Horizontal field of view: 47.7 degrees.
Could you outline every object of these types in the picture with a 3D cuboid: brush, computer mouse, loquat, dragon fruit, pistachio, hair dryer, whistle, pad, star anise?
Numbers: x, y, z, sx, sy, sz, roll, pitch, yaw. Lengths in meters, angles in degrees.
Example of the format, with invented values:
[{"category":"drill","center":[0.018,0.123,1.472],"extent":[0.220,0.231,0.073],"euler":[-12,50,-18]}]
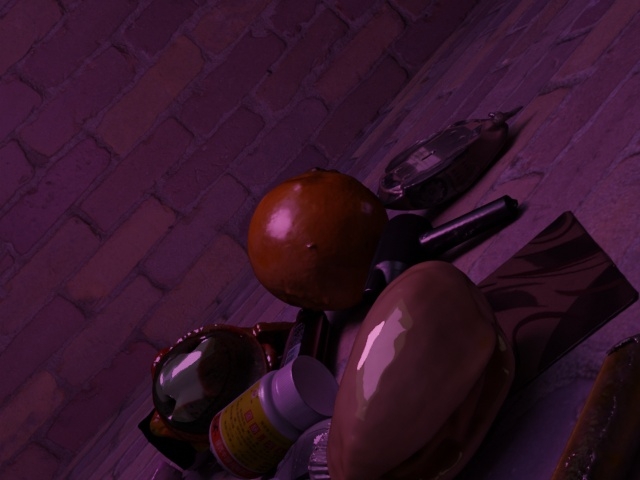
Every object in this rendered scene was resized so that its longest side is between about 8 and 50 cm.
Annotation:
[{"category":"brush","center":[0.050,0.255,1.039],"extent":[0.065,0.070,0.327],"euler":[-2,18,19]},{"category":"computer mouse","center":[-0.018,0.338,1.133],"extent":[0.229,0.068,0.113],"euler":[-40,12,30]},{"category":"loquat","center":[0.000,0.000,1.576],"extent":[0.328,0.328,0.328],"euler":[-44,12,12]},{"category":"dragon fruit","center":[-0.226,0.292,1.461],"extent":[0.295,0.268,0.130],"euler":[-39,-29,-10]},{"category":"pistachio","center":[0.115,0.171,0.881],"extent":[0.213,0.193,0.318],"euler":[-2,48,54]},{"category":"hair dryer","center":[0.220,0.019,1.313],"extent":[0.302,0.116,0.244],"euler":[-31,21,32]},{"category":"whistle","center":[0.242,0.211,0.656],"extent":[0.326,0.057,0.068],"euler":[-53,13,-28]},{"category":"pad","center":[0.303,0.077,1.018],"extent":[0.220,0.004,0.330],"euler":[-43,12,16]},{"category":"star anise","center":[-0.179,0.423,1.485],"extent":[0.141,0.042,0.141],"euler":[-41,16,15]},{"category":"computer mouse","center":[0.299,-0.176,1.643],"extent":[0.389,0.115,0.199],"euler":[-33,29,3]}]

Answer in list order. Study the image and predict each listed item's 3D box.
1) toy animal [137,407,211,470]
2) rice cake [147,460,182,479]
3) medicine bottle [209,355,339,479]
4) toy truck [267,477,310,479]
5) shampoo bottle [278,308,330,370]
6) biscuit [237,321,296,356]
[{"category":"toy animal","center":[-0.265,0.380,1.601],"extent":[0.235,0.165,0.187],"euler":[-45,-12,-12]},{"category":"rice cake","center":[-0.430,0.653,1.550],"extent":[0.064,0.070,0.399],"euler":[-39,13,51]},{"category":"medicine bottle","center":[-0.080,0.310,1.269],"extent":[0.225,0.139,0.139],"euler":[-41,13,26]},{"category":"toy truck","center":[-0.105,0.420,1.026],"extent":[0.338,0.133,0.184],"euler":[-38,3,46]},{"category":"shampoo bottle","center":[-0.033,0.238,1.498],"extent":[0.129,0.084,0.323],"euler":[-54,7,19]},{"category":"biscuit","center":[-0.179,0.260,1.693],"extent":[0.301,0.278,0.043],"euler":[-25,57,12]}]
